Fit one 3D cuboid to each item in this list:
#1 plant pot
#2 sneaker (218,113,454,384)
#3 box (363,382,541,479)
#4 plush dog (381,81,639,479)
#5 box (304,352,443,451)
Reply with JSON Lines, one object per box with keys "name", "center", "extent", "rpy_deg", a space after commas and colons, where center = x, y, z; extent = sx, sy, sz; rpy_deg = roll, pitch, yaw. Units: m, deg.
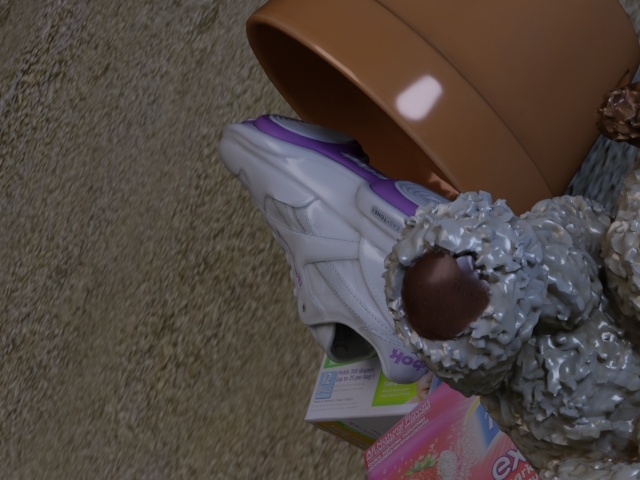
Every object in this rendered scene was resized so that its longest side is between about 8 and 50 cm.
{"name": "plant pot", "center": [0.112, -0.137, 1.501], "extent": [0.203, 0.291, 0.291], "rpy_deg": [-45, 30, -7]}
{"name": "sneaker", "center": [0.000, 0.000, 1.445], "extent": [0.305, 0.114, 0.152], "rpy_deg": [37, 113, 49]}
{"name": "box", "center": [0.186, 0.131, 1.261], "extent": [0.300, 0.154, 0.142], "rpy_deg": [-44, 34, 25]}
{"name": "plush dog", "center": [0.192, 0.038, 1.066], "extent": [0.225, 0.262, 0.210], "rpy_deg": [-38, 1, 12]}
{"name": "box", "center": [0.098, 0.103, 1.459], "extent": [0.203, 0.103, 0.114], "rpy_deg": [-12, 55, 51]}
